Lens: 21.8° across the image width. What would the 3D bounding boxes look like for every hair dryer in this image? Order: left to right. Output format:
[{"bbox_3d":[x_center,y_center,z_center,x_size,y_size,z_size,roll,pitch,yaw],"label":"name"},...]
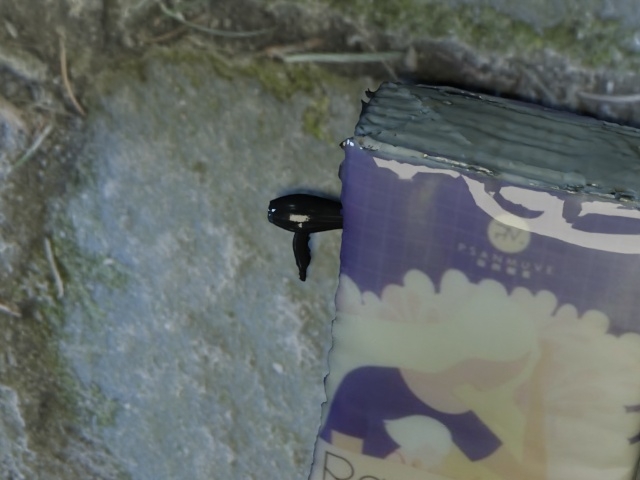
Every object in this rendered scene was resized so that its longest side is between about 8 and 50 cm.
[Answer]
[{"bbox_3d":[0.000,0.000,1.250,0.079,0.031,0.083,6,137,4],"label":"hair dryer"}]

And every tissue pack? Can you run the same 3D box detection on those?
[{"bbox_3d":[0.126,0.074,1.186,0.242,0.125,0.343,12,124,9],"label":"tissue pack"}]
